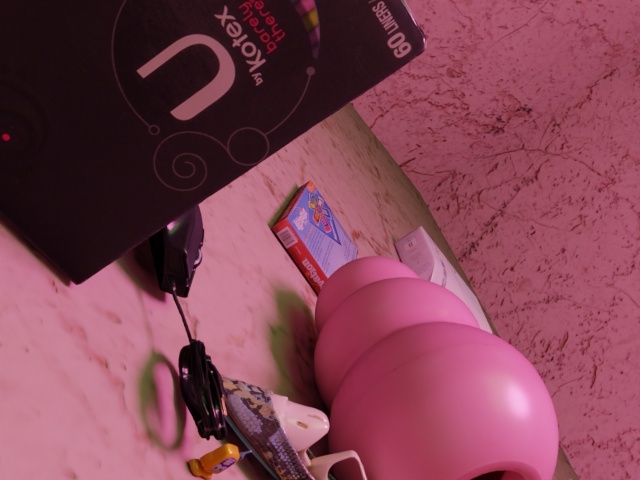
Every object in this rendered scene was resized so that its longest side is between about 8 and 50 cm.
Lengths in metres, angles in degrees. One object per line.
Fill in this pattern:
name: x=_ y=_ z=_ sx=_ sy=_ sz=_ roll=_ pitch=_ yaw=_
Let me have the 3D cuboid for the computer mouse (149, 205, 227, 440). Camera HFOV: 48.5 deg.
computer mouse: x=-0.093 y=0.037 z=0.526 sx=0.071 sy=0.041 sz=0.242 roll=110 pitch=-32 yaw=-45

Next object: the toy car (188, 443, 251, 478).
toy car: x=-0.033 y=0.184 z=0.472 sx=0.122 sy=0.040 sz=0.060 roll=49 pitch=15 yaw=-34

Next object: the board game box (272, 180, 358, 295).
board game box: x=0.000 y=0.000 z=1.051 sx=0.145 sy=0.027 sz=0.281 roll=57 pitch=13 yaw=-9

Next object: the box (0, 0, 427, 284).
box: x=-0.097 y=-0.126 z=0.448 sx=0.165 sy=0.270 sz=0.143 roll=51 pitch=15 yaw=-26

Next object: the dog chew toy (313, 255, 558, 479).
dog chew toy: x=0.085 y=0.132 z=0.707 sx=0.207 sy=0.206 sz=0.332 roll=48 pitch=8 yaw=-35

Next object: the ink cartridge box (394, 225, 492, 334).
ink cartridge box: x=0.324 y=0.183 z=1.673 sx=0.308 sy=0.091 sz=0.385 roll=49 pitch=14 yaw=-32

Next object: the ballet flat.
ballet flat: x=-0.007 y=0.168 z=0.547 sx=0.188 sy=0.070 sz=0.070 roll=56 pitch=13 yaw=-11
